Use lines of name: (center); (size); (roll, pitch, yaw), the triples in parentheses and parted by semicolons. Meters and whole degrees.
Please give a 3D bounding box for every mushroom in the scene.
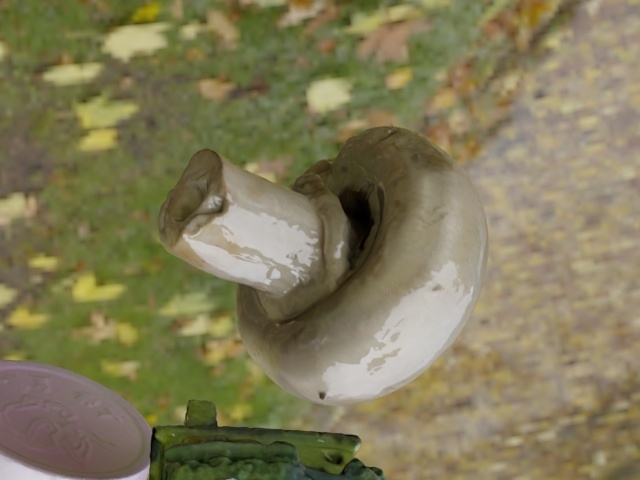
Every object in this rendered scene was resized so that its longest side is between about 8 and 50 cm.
mushroom: (0.000, 0.000, 1.721); (0.290, 0.292, 0.292); (34, 138, -30)

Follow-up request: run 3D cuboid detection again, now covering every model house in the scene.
model house: (-0.045, 0.201, 1.507); (0.194, 0.211, 0.170); (3, 121, -7)

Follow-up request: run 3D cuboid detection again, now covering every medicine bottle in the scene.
medicine bottle: (-0.304, 0.304, 1.735); (0.212, 0.212, 0.325); (8, 114, -36)
